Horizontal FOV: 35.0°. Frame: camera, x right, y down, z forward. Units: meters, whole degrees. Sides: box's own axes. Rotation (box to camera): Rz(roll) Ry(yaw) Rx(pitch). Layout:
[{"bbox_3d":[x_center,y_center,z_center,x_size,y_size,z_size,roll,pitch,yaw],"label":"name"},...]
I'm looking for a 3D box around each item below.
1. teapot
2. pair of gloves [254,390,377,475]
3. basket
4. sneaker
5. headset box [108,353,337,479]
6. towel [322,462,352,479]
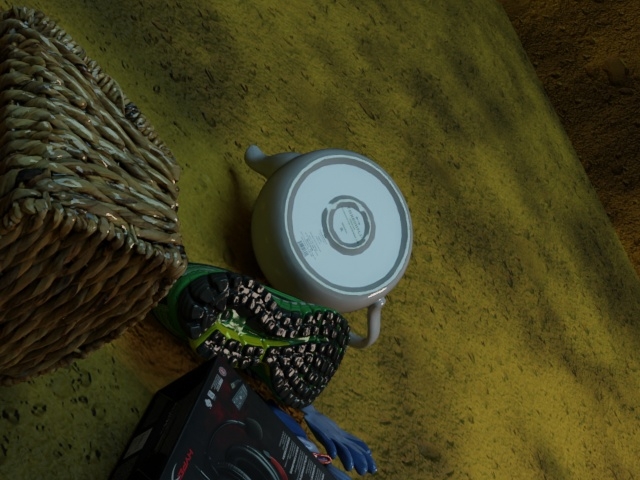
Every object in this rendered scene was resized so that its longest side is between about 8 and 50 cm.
[{"bbox_3d":[0.000,0.000,1.483,0.253,0.187,0.256,21,68,-22],"label":"teapot"},{"bbox_3d":[-0.022,0.240,1.278,0.198,0.023,0.159,20,11,-47],"label":"pair of gloves"},{"bbox_3d":[-0.272,-0.023,0.916,0.213,0.299,0.223,24,42,-47],"label":"basket"},{"bbox_3d":[-0.083,0.103,1.273,0.146,0.134,0.343,26,-9,40],"label":"sneaker"},{"bbox_3d":[-0.080,0.306,1.096,0.293,0.110,0.218,50,28,-16],"label":"headset box"},{"bbox_3d":[0.016,0.345,1.301,0.067,0.029,0.119,42,31,-28],"label":"towel"}]
